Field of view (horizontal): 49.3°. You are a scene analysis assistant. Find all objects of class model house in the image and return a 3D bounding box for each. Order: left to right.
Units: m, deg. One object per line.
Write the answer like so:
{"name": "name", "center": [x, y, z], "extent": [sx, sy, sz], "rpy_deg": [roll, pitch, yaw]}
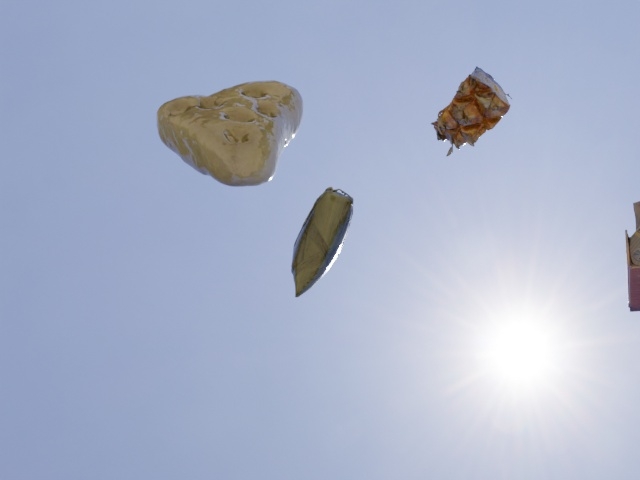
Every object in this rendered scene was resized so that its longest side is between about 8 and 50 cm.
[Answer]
{"name": "model house", "center": [0.580, 0.041, 1.170], "extent": [0.136, 0.219, 0.207], "rpy_deg": [-46, -127, -9]}

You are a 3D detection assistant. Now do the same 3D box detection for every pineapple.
{"name": "pineapple", "center": [0.196, -0.179, 0.918], "extent": [0.069, 0.137, 0.116], "rpy_deg": [38, -114, -7]}

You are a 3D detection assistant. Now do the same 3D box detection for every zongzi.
{"name": "zongzi", "center": [0.000, 0.000, 0.779], "extent": [0.052, 0.113, 0.104], "rpy_deg": [23, -70, -1]}

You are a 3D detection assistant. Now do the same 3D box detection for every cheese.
{"name": "cheese", "center": [-0.147, -0.233, 1.533], "extent": [0.351, 0.129, 0.328], "rpy_deg": [-15, -142, -25]}
